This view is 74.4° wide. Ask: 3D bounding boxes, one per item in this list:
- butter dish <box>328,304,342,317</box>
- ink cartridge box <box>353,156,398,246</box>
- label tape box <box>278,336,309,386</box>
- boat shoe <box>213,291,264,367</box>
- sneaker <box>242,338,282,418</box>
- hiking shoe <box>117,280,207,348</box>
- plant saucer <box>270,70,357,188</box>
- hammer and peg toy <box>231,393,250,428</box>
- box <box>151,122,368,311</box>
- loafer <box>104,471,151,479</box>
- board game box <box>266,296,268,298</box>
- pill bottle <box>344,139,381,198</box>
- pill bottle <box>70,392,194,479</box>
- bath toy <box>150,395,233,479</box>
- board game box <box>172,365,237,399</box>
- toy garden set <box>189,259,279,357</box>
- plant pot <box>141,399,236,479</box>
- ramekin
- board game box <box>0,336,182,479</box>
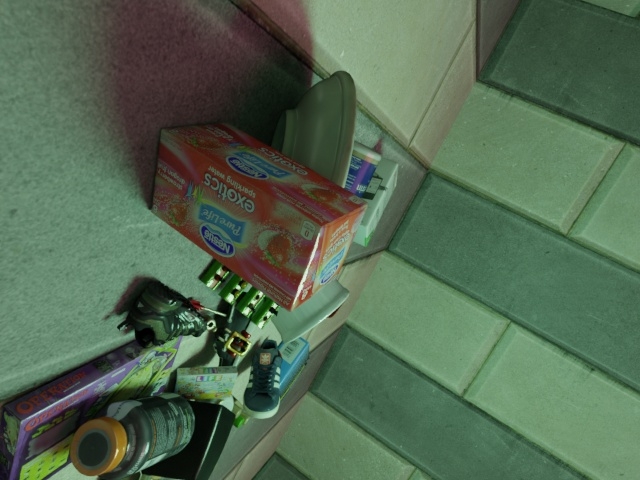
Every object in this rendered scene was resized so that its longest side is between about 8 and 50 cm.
[{"bbox_3d":[0.016,0.242,1.864,0.160,0.160,0.118,-48,138,-37],"label":"butter dish"},{"bbox_3d":[0.184,-0.152,1.617,0.289,0.122,0.211,-62,166,-16],"label":"ink cartridge box"},{"bbox_3d":[-0.162,0.597,1.974,0.249,0.115,0.347,-52,165,-25],"label":"label tape box"},{"bbox_3d":[-0.247,0.263,1.171,0.114,0.091,0.302,-105,-143,-69],"label":"boat shoe"},{"bbox_3d":[-0.201,0.474,1.501,0.350,0.131,0.148,-106,-158,-73],"label":"sneaker"},{"bbox_3d":[-0.311,0.161,0.839,0.114,0.086,0.227,-44,154,-12],"label":"hiking shoe"},{"bbox_3d":[-0.048,-0.142,0.839,0.400,0.101,0.400,-168,-90,-75],"label":"plant saucer"},{"bbox_3d":[-0.365,0.672,1.456,0.266,0.127,0.361,-52,162,-25],"label":"hammer and peg toy"},{"bbox_3d":[-0.103,-0.050,0.654,0.142,0.300,0.154,-29,147,-53],"label":"box"},{"bbox_3d":[-0.489,0.607,1.029,0.251,0.094,0.087,-65,167,18],"label":"loafer"},{"bbox_3d":[-0.054,0.030,1.342,0.317,0.046,0.213,-36,147,-46],"label":"board game box"},{"bbox_3d":[0.049,-0.157,1.201,0.264,0.153,0.153,-64,164,16],"label":"pill bottle"},{"bbox_3d":[-0.351,0.367,0.802,0.130,0.130,0.245,-57,164,-8],"label":"pill bottle"},{"bbox_3d":[-0.389,0.560,1.201,0.348,0.129,0.151,-58,145,-7],"label":"bath toy"},{"bbox_3d":[-0.308,0.380,1.123,0.154,0.026,0.103,5,123,-24],"label":"board game box"},{"bbox_3d":[-0.196,0.160,1.010,0.204,0.049,0.244,-52,135,-14],"label":"toy garden set"},{"bbox_3d":[-0.332,0.488,1.032,0.187,0.188,0.167,90,8,-60],"label":"plant pot"},{"bbox_3d":[-0.050,0.205,1.412,0.277,0.135,0.277,-37,180,0],"label":"ramekin"},{"bbox_3d":[-0.420,0.308,0.803,0.208,0.056,0.347,-61,165,20],"label":"board game box"}]
